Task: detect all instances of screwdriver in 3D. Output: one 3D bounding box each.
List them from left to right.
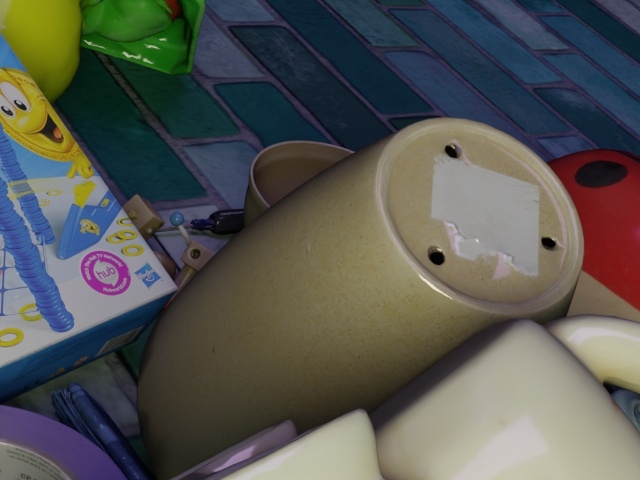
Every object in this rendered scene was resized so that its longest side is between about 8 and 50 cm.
[{"bbox_3d":[-0.131,-0.015,1.071,0.169,0.024,0.025,-2,69,-29],"label":"screwdriver"}]

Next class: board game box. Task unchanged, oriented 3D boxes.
[{"bbox_3d":[-0.309,-0.016,0.824,0.308,0.086,0.302,-25,74,-46],"label":"board game box"}]

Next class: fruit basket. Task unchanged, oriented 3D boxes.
[{"bbox_3d":[-0.300,-0.241,1.154,0.392,0.283,0.392,2,78,-10],"label":"fruit basket"}]

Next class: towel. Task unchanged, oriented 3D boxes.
[{"bbox_3d":[-0.140,0.153,0.793,0.029,0.067,0.119,-39,58,-8],"label":"towel"}]

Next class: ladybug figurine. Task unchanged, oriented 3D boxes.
[{"bbox_3d":[0.354,0.047,1.086,0.449,0.162,0.305,29,21,10],"label":"ladybug figurine"}]

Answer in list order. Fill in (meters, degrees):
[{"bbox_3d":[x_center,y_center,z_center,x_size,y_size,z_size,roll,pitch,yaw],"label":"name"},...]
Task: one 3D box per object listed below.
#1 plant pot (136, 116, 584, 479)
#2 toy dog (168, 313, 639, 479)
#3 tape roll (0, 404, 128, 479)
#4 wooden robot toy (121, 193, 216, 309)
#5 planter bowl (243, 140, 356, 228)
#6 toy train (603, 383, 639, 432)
[{"bbox_3d":[0.041,0.051,0.733,0.256,0.274,0.257,12,55,-17],"label":"plant pot"},{"bbox_3d":[0.074,0.268,0.528,0.395,0.284,0.408,-23,84,-22],"label":"toy dog"},{"bbox_3d":[-0.204,0.190,0.683,0.189,0.080,0.189,14,33,-10],"label":"tape roll"},{"bbox_3d":[-0.102,0.033,1.001,0.173,0.076,0.079,33,0,18],"label":"wooden robot toy"},{"bbox_3d":[0.000,0.000,1.041,0.162,0.109,0.162,15,33,-10],"label":"planter bowl"},{"bbox_3d":[0.258,0.223,0.798,0.190,0.142,0.334,-5,58,-55],"label":"toy train"}]
